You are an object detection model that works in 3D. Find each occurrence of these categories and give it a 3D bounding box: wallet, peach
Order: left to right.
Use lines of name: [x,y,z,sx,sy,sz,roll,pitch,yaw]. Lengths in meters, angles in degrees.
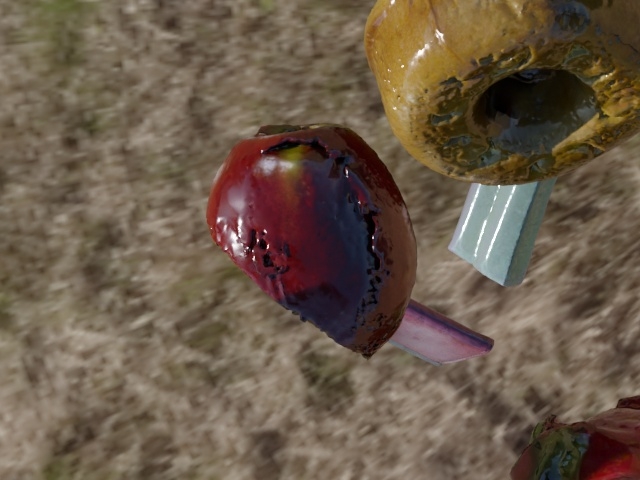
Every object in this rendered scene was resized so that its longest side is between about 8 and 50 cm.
peach: [-0.002,0.000,1.222,0.127,0.092,0.172,-25,87,1]
wallet: [0.060,0.071,1.927,0.119,0.232,0.025,-23,44,61]

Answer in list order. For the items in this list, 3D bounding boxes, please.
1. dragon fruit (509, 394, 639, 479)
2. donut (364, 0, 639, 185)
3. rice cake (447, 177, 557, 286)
dragon fruit: [0.241,0.242,1.418,0.231,0.302,0.237,8,117,7]
donut: [0.146,-0.135,1.342,0.227,0.226,0.113,-29,52,26]
rice cake: [0.178,-0.073,1.648,0.080,0.042,0.221,30,110,35]
